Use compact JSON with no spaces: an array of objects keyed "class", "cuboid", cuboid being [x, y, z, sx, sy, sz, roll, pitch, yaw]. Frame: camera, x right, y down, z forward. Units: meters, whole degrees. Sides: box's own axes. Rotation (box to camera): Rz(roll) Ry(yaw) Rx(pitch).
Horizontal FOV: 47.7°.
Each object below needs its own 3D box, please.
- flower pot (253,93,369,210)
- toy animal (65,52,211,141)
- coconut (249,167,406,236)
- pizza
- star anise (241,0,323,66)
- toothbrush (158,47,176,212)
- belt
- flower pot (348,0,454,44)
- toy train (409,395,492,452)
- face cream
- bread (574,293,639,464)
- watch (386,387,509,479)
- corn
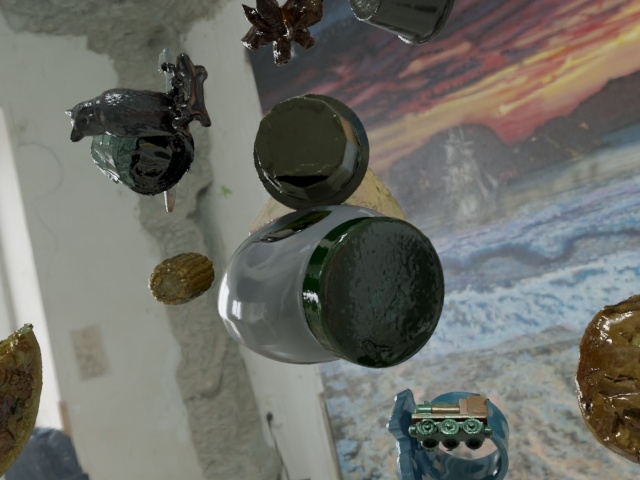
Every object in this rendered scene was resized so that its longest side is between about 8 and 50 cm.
[{"class":"flower pot","cuboid":[-0.026,-0.148,1.206,0.212,0.212,0.202,-14,4,7]},{"class":"toy animal","cuboid":[-0.269,-0.193,1.084,0.210,0.121,0.117,-12,-22,7]},{"class":"coconut","cuboid":[0.000,0.000,1.554,0.309,0.297,0.297,-23,-10,34]},{"class":"pizza","cuboid":[-0.547,0.265,1.211,0.058,0.292,0.197,-5,-30,27]},{"class":"star anise","cuboid":[-0.081,-0.462,1.569,0.212,0.111,0.196,-9,-19,-44]},{"class":"toothbrush","cuboid":[-0.329,-0.242,1.560,0.028,0.375,0.037,6,-18,-39]},{"class":"belt","cuboid":[-0.310,-0.158,1.255,0.078,0.151,0.198,30,2,26]},{"class":"flower pot","cuboid":[0.165,-0.575,1.631,0.166,0.269,0.269,-12,-6,-29]},{"class":"toy train","cuboid":[0.163,0.229,0.915,0.103,0.064,0.044,-4,-47,13]},{"class":"face cream","cuboid":[0.004,0.067,1.128,0.312,0.219,0.357,-29,16,-26]},{"class":"bread","cuboid":[0.677,0.273,1.383,0.398,0.398,0.215,-13,-21,0]},{"class":"watch","cuboid":[0.240,0.362,1.314,0.193,0.211,0.211,-14,-5,22]},{"class":"corn","cuboid":[-0.189,0.051,1.005,0.068,0.068,0.207,-13,1,1]}]
